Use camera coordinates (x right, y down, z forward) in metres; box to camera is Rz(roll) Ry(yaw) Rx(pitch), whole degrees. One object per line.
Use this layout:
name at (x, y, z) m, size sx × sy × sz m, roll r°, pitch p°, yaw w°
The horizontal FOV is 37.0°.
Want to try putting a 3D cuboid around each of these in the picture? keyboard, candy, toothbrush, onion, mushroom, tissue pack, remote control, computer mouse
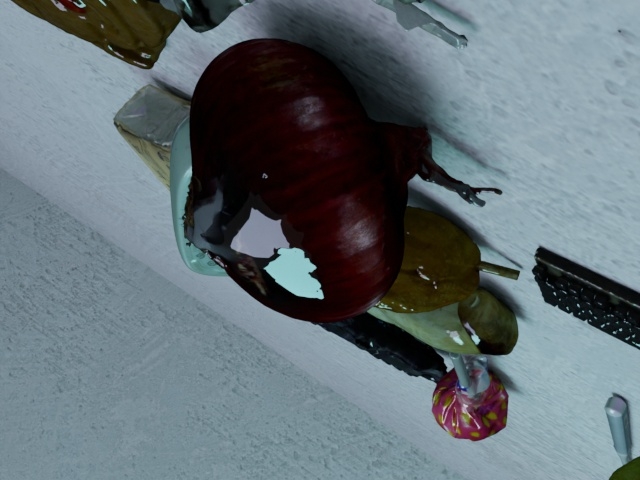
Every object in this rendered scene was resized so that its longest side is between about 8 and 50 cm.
keyboard at (0.339, 0.098, 0.893) m, size 0.317 × 0.027 × 0.106 m, roll 29°, pitch 165°, yaw 32°
candy at (0.208, 0.209, 1.383) m, size 0.124 × 0.124 × 0.365 m, roll 30°, pitch 168°, yaw 23°
toothbrush at (0.421, 0.284, 1.325) m, size 0.030 × 0.025 × 0.342 m, roll 20°, pitch 160°, yaw 31°
onion at (0.007, -0.061, 0.877) m, size 0.273 × 0.285 × 0.273 m, roll 162°, pitch 90°, yaw -90°
mushroom at (0.126, 0.083, 1.258) m, size 0.107 × 0.087 × 0.333 m, roll 43°, pitch 168°, yaw -29°
tissue pack at (-0.159, -0.104, 1.319) m, size 0.186 × 0.090 × 0.222 m, roll 25°, pitch 164°, yaw 31°
remote control at (0.052, 0.125, 1.490) m, size 0.398 × 0.062 × 0.144 m, roll 32°, pitch -178°, yaw -37°
computer mouse at (-0.104, -0.061, 1.170) m, size 0.159 × 0.097 × 0.288 m, roll -4°, pitch 147°, yaw -6°

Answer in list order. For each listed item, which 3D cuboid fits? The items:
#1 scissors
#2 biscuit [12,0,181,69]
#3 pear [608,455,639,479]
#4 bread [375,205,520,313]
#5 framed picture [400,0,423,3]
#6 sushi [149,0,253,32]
scissors at (0.017, -0.193, 0.700) m, size 0.212 × 0.021 × 0.110 m, roll 37°, pitch 167°, yaw 16°
biscuit at (-0.306, -0.305, 1.038) m, size 0.394 × 0.070 × 0.350 m, roll 19°, pitch 158°, yaw 51°
pear at (0.440, 0.337, 0.971) m, size 0.321 × 0.269 × 0.269 m, roll 42°, pitch 173°, yaw 38°
bread at (0.046, 0.005, 1.047) m, size 0.344 × 0.124 × 0.084 m, roll 12°, pitch -172°, yaw 4°
framed picture at (-0.042, -0.269, 0.515) m, size 0.213 × 0.016 × 0.289 m, roll 39°, pitch 168°, yaw 28°
sushi at (-0.099, -0.208, 0.579) m, size 0.332 × 0.124 × 0.130 m, roll 30°, pitch 155°, yaw 48°
